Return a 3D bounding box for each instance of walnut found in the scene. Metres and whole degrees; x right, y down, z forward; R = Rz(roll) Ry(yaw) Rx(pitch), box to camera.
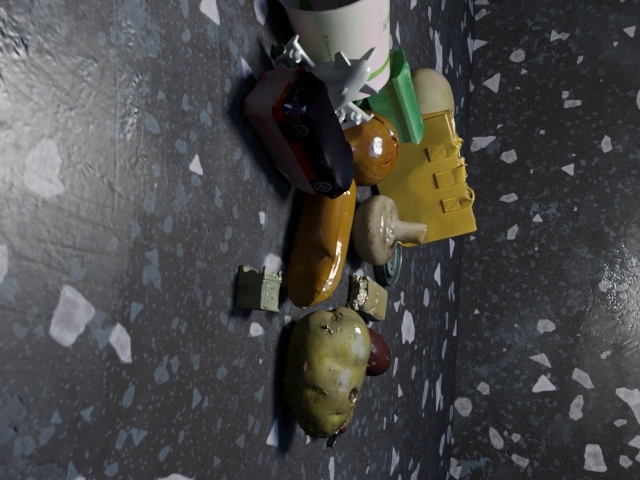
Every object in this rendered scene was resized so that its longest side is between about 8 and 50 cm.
[{"bbox_3d":[0.103,-0.232,1.459,0.298,0.203,0.203,-37,125,-70],"label":"walnut"}]

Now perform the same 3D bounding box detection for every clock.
[{"bbox_3d":[0.228,0.048,1.951,0.215,0.042,0.215,1,90,-67],"label":"clock"}]

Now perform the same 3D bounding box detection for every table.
[{"bbox_3d":[-0.119,0.094,1.127,0.079,0.062,0.083,27,66,-65],"label":"table"}]

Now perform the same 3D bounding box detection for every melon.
[{"bbox_3d":[0.344,-0.440,1.971,0.223,0.223,0.317,34,56,-63],"label":"melon"}]

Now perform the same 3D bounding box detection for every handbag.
[{"bbox_3d":[0.329,-0.192,1.823,0.133,0.283,0.401,-54,130,-57],"label":"handbag"}]

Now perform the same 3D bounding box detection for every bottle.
[{"bbox_3d":[-0.072,-0.392,1.250,0.083,0.030,0.030,29,65,-65],"label":"bottle"}]

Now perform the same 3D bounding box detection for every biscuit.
[{"bbox_3d":[0.145,0.179,1.741,0.239,0.062,0.108,37,58,-61],"label":"biscuit"}]

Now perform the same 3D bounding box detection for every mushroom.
[{"bbox_3d":[0.200,-0.027,1.670,0.207,0.215,0.207,6,90,-74],"label":"mushroom"}]

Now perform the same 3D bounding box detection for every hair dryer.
[{"bbox_3d":[0.060,0.383,1.549,0.312,0.123,0.340,40,65,-48],"label":"hair dryer"}]

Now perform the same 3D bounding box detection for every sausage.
[{"bbox_3d":[0.002,0.003,1.311,0.116,0.134,0.354,51,45,-51],"label":"sausage"}]

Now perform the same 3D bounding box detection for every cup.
[{"bbox_3d":[0.052,-0.476,1.291,0.274,0.253,0.253,70,31,-51],"label":"cup"}]

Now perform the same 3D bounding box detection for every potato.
[{"bbox_3d":[0.010,0.294,1.304,0.141,0.191,0.296,165,-65,-72],"label":"potato"}]

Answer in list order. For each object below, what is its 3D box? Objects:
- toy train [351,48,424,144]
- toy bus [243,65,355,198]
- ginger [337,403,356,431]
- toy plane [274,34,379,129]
[{"bbox_3d":[0.169,-0.378,1.597,0.301,0.202,0.120,58,35,-51],"label":"toy train"},{"bbox_3d":[-0.034,-0.215,1.196,0.127,0.147,0.303,-67,151,-24],"label":"toy bus"},{"bbox_3d":[0.022,0.383,1.435,0.104,0.080,0.204,-31,117,-20],"label":"ginger"},{"bbox_3d":[0.019,-0.330,1.214,0.117,0.244,0.245,-64,149,-22],"label":"toy plane"}]
